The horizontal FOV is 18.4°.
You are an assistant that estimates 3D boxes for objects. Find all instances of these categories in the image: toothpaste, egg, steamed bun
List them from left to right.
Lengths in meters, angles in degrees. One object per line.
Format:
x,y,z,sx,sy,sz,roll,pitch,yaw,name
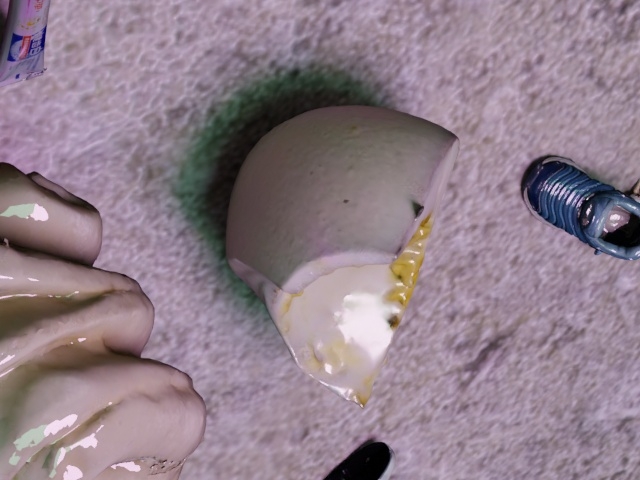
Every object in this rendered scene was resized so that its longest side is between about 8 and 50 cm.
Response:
-0.241,0.071,1.410,0.247,0.352,0.339,-57,148,-24,steamed bun
-0.211,-0.155,1.420,0.045,0.028,0.170,-22,162,-22,toothpaste
0.007,-0.013,1.609,0.271,0.161,0.206,97,15,-65,egg

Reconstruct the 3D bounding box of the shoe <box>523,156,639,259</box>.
0.249,-0.025,1.802,0.143,0.071,0.064,29,96,-16,shoe

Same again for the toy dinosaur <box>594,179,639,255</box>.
0.288,-0.016,1.866,0.047,0.030,0.083,35,95,-40,toy dinosaur

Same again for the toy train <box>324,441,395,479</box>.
-0.012,0.281,1.844,0.234,0.052,0.051,-43,134,-3,toy train
